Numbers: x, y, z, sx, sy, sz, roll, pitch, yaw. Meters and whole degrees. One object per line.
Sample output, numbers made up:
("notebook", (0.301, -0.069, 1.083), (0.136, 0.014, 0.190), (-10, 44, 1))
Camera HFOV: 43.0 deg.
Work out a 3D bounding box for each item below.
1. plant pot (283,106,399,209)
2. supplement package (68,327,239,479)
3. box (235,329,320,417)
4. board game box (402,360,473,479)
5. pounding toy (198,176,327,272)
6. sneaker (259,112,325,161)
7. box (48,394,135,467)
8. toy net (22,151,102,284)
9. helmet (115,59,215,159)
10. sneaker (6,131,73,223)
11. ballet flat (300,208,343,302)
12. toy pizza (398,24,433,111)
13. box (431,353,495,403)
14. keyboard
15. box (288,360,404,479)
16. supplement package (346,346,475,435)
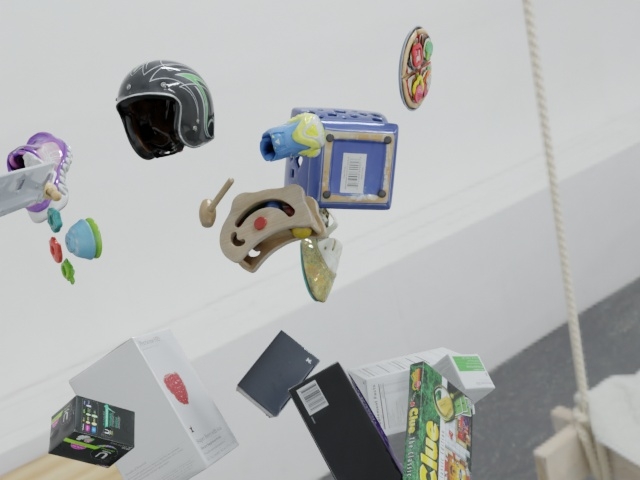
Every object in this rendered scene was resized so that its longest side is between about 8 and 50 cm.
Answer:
("plant pot", (0.055, -0.185, 1.909), (0.236, 0.235, 0.212), (1, 14, -16))
("supplement package", (-0.334, 0.351, 1.647), (0.175, 0.292, 0.177), (-34, -7, 13))
("box", (-0.096, 0.293, 1.759), (0.153, 0.108, 0.207), (-51, -4, -15))
("board game box", (0.163, 0.310, 1.119), (0.030, 0.136, 0.259), (-25, 41, 36))
("pounding toy", (-0.138, -0.032, 1.653), (0.270, 0.154, 0.155), (-8, -24, 24))
("sneaker", (-0.065, -0.205, 1.628), (0.126, 0.091, 0.240), (-15, 0, -5))
("box", (-0.277, 0.233, 0.987), (0.062, 0.083, 0.052), (-41, 41, 29))
("toy net", (-0.431, -0.047, 1.339), (0.045, 0.122, 0.232), (-15, 61, -35))
("helmet", (-0.267, -0.233, 1.407), (0.170, 0.161, 0.169), (-17, 14, 5))
("sneaker", (-0.515, -0.139, 1.467), (0.095, 0.104, 0.236), (-31, 40, 8))
("ballet flat", (0.000, 0.000, 2.120), (0.123, 0.123, 0.348), (-13, 49, 2))
("toy pizza", (0.235, -0.407, 1.930), (0.032, 0.201, 0.201), (9, 27, 26))
("box", (0.282, 0.296, 1.686), (0.101, 0.087, 0.102), (7, -42, -41))
("keyboard", (-0.447, -0.073, 1.191), (0.014, 0.072, 0.256), (22, 10, -3))
("box", (0.064, 0.346, 1.332), (0.103, 0.261, 0.184), (-30, -20, -3))
("supplement package", (0.200, 0.336, 1.819), (0.244, 0.138, 0.134), (-9, 4, -16))
